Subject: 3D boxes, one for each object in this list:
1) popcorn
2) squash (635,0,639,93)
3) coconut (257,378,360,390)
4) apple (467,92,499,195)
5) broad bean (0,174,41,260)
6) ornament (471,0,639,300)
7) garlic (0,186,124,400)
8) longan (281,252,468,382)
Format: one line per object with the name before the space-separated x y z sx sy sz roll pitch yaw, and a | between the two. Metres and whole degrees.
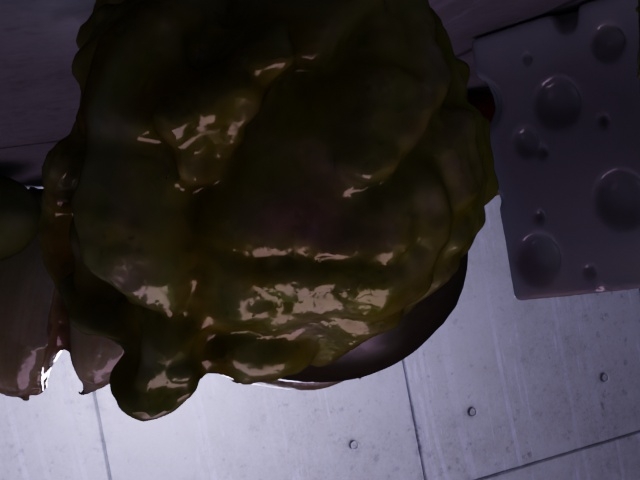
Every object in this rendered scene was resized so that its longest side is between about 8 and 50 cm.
popcorn | -0.034 -0.046 0.530 0.259 0.212 0.259 -2 -141 2
squash | 0.242 -0.175 0.630 0.184 0.085 0.192 -40 174 15
coconut | -0.040 0.056 1.710 0.405 0.404 0.404 -11 179 0
apple | 0.188 -0.118 1.326 0.163 0.139 0.163 -22 173 -3
broad bean | -0.449 -0.005 1.214 0.238 0.119 0.291 -10 178 -37
ornament | 0.312 -0.089 0.934 0.240 0.239 0.239 -10 180 41
garlic | -0.333 0.059 1.432 0.286 0.313 0.249 26 145 -11
longan | 0.000 0.000 1.211 0.361 0.360 0.361 -11 179 0
